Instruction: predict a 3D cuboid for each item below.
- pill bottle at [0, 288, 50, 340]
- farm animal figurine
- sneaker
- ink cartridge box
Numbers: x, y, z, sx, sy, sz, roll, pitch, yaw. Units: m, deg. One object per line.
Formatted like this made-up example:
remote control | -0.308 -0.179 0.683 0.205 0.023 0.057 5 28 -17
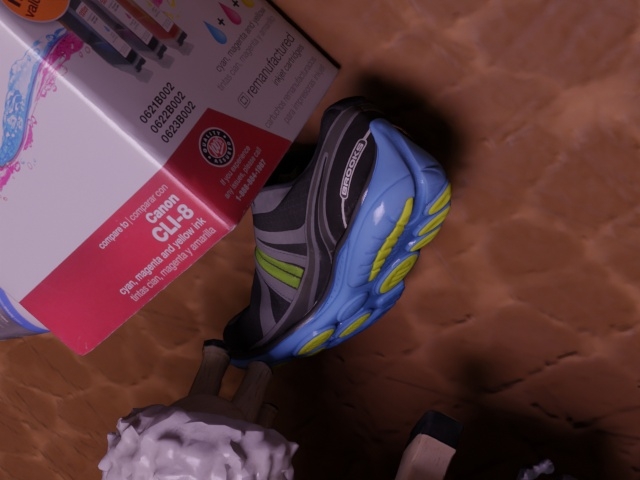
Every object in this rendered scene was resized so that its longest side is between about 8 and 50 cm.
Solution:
pill bottle | -0.182 0.016 0.971 0.137 0.078 0.078 -11 121 33
farm animal figurine | 0.047 0.227 0.921 0.330 0.172 0.327 17 143 8
sneaker | 0.000 0.000 0.885 0.078 0.067 0.188 57 145 18
ink cartridge box | -0.111 -0.070 0.830 0.176 0.128 0.127 42 133 -10
